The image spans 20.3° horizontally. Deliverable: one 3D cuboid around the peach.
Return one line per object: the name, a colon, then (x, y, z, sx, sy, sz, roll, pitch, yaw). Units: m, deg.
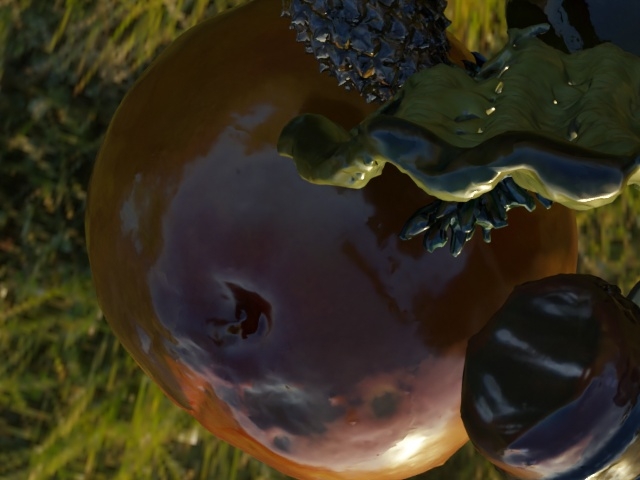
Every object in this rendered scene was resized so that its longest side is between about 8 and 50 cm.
peach: (0.000, 0.000, 1.214, 0.343, 0.301, 0.343, 14, 124, 22)

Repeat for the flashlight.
flashlight: (0.160, 0.102, 0.766, 0.093, 0.093, 0.232, -33, 128, 30)

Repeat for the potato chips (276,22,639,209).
potato chips: (0.047, -0.030, 0.407, 0.092, 0.207, 0.028, 5, 102, 11)

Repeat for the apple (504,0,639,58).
apple: (0.218, -0.147, 1.124, 0.196, 0.157, 0.196, -19, 158, -8)

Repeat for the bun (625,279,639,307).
bun: (0.271, 0.080, 0.991, 0.153, 0.244, 0.244, 21, 134, -41)

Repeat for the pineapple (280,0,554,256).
pineapple: (0.045, -0.094, 1.015, 0.103, 0.083, 0.221, -39, 100, -8)
